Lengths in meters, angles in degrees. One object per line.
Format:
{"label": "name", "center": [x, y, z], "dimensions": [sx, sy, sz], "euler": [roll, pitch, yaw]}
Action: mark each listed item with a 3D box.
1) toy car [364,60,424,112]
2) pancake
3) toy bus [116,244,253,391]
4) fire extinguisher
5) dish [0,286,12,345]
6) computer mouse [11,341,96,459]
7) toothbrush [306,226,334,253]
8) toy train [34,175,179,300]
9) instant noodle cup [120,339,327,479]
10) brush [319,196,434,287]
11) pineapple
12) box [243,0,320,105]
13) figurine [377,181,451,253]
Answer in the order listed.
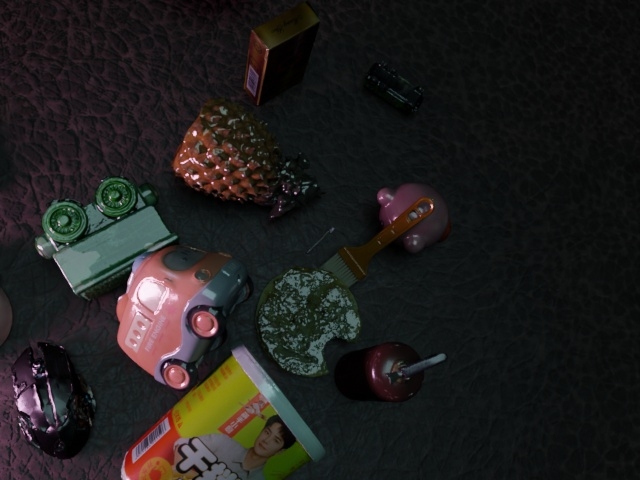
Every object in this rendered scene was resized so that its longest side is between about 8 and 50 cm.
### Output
{"label": "toy car", "center": [0.195, -0.401, 1.473], "dimensions": [0.165, 0.062, 0.071], "euler": [34, 71, -3]}
{"label": "pancake", "center": [-0.031, 0.178, 1.261], "dimensions": [0.253, 0.037, 0.254], "euler": [1, 72, -4]}
{"label": "toy bus", "center": [-0.284, 0.134, 1.111], "dimensions": [0.232, 0.194, 0.288], "euler": [30, 112, 4]}
{"label": "fire extinguisher", "center": [0.132, 0.266, 1.129], "dimensions": [0.135, 0.337, 0.115], "euler": [-21, 81, -17]}
{"label": "dish", "center": [-0.748, 0.142, 1.070], "dimensions": [0.255, 0.117, 0.257], "euler": [3, 74, -12]}
{"label": "computer mouse", "center": [-0.531, 0.316, 1.097], "dimensions": [0.146, 0.077, 0.242], "euler": [-21, 81, -20]}
{"label": "toothbrush", "center": [0.000, 0.000, 1.346], "dimensions": [0.097, 0.006, 0.008], "euler": [-43, 92, -20]}
{"label": "toy train", "center": [-0.448, -0.012, 1.172], "dimensions": [0.265, 0.145, 0.202], "euler": [-32, 87, -19]}
{"label": "instant noodle cup", "center": [-0.193, 0.393, 1.068], "dimensions": [0.307, 0.294, 0.294], "euler": [-37, 86, -12]}
{"label": "brush", "center": [0.134, 0.005, 1.272], "dimensions": [0.314, 0.017, 0.090], "euler": [-39, 86, 19]}
{"label": "pineapple", "center": [-0.144, -0.156, 1.263], "dimensions": [0.357, 0.223, 0.223], "euler": [29, 70, -19]}
{"label": "box", "center": [-0.095, -0.437, 1.320], "dimensions": [0.159, 0.240, 0.071], "euler": [-33, 83, -20]}
{"label": "figurine", "center": [0.222, -0.057, 1.330], "dimensions": [0.173, 0.173, 0.174], "euler": [3, 74, -12]}
